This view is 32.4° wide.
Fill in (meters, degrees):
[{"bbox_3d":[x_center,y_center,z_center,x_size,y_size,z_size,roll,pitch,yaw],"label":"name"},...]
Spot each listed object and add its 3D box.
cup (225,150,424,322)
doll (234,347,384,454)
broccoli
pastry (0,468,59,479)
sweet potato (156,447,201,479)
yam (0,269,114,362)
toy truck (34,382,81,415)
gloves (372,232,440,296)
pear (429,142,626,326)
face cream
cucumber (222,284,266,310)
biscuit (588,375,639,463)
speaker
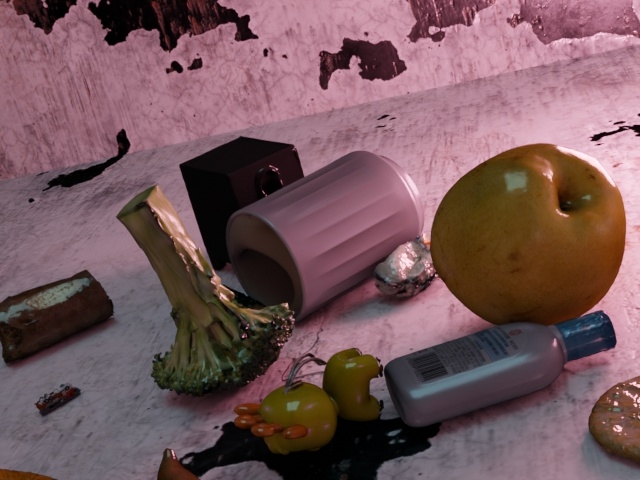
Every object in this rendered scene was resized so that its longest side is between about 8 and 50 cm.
[{"bbox_3d":[0.000,0.000,2.127,0.327,0.237,0.323,-29,-5,-32],"label":"cup"},{"bbox_3d":[-0.016,0.238,1.581,0.221,0.135,0.143,-13,18,-33],"label":"doll"},{"bbox_3d":[-0.221,0.093,1.833,0.221,0.361,0.252,-37,-9,-33],"label":"broccoli"},{"bbox_3d":[-0.407,0.374,1.454,0.189,0.103,0.189,15,8,-2],"label":"pastry"},{"bbox_3d":[-0.101,0.370,1.355,0.354,0.095,0.106,20,83,42],"label":"sweet potato"},{"bbox_3d":[-0.549,0.149,2.235,0.238,0.129,0.128,-25,57,-24],"label":"yam"},{"bbox_3d":[-0.464,0.278,1.952,0.083,0.032,0.024,-33,23,-35],"label":"toy truck"},{"bbox_3d":[0.172,0.057,2.026,0.153,0.070,0.114,-32,48,-33],"label":"gloves"},{"bbox_3d":[0.325,-0.004,1.743,0.314,0.314,0.314,-13,20,5],"label":"pear"},{"bbox_3d":[0.267,0.178,1.618,0.337,0.080,0.163,-17,19,-5],"label":"face cream"},{"bbox_3d":[-0.196,0.119,2.125,0.072,0.072,0.300,-25,22,-26],"label":"cucumber"},{"bbox_3d":[0.455,0.224,1.430,0.220,0.033,0.220,-13,19,5],"label":"biscuit"},{"bbox_3d":[-0.142,-0.069,2.326,0.184,0.254,0.232,-27,22,-28],"label":"speaker"}]
